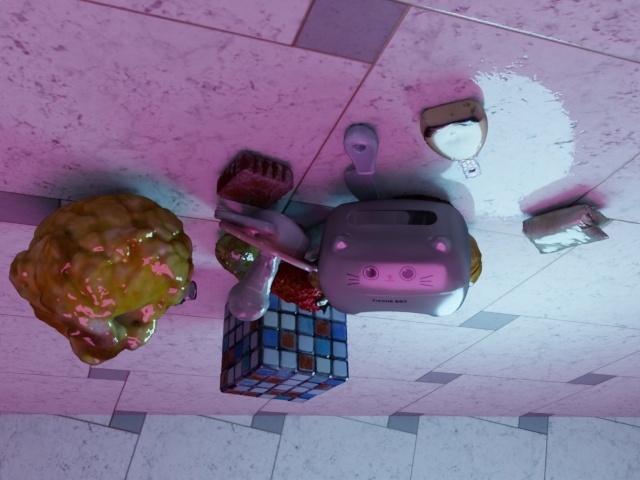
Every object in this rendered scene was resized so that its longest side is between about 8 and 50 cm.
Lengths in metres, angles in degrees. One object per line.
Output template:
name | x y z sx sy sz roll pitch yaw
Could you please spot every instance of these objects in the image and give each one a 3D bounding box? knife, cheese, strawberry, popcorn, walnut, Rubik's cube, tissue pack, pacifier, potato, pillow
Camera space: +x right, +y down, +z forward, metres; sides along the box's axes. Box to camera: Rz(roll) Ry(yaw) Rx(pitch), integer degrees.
knife | 0.088 -0.139 1.574 0.080 0.044 0.331 3 155 8
cheese | 0.284 -0.188 1.477 0.127 0.054 0.251 -11 153 18
strawberry | -0.044 0.087 1.948 0.228 0.174 0.098 21 138 35
popcorn | -0.481 0.061 1.652 0.344 0.354 0.390 38 94 -23
walnut | 0.307 0.056 1.849 0.197 0.165 0.165 -14 151 24
Rubik's cube | -0.108 0.290 2.147 0.292 0.287 0.292 14 149 -27
tissue pack | 0.161 0.028 1.614 0.332 0.230 0.236 1 140 9
pacifier | -0.117 0.037 1.672 0.220 0.273 0.332 -10 175 9
potato | -0.195 0.050 1.883 0.117 0.090 0.225 -7 152 12
pillow | 0.586 -0.030 1.779 0.181 0.078 0.134 -20 145 38

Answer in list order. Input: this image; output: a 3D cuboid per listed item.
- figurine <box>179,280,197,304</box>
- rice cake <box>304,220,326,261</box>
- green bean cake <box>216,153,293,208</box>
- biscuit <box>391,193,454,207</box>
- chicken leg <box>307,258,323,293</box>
figurine | -0.470 0.149 2.057 0.245 0.110 0.138 -17 140 22
rice cake | 0.000 0.000 1.823 0.069 0.063 0.206 24 143 -35
green bean cake | -0.140 -0.127 1.572 0.135 0.057 0.135 17 148 -29
biscuit | 0.230 -0.055 1.743 0.191 0.050 0.192 5 156 2
chicken leg | 0.085 0.057 1.838 0.251 0.107 0.087 -27 167 -17
